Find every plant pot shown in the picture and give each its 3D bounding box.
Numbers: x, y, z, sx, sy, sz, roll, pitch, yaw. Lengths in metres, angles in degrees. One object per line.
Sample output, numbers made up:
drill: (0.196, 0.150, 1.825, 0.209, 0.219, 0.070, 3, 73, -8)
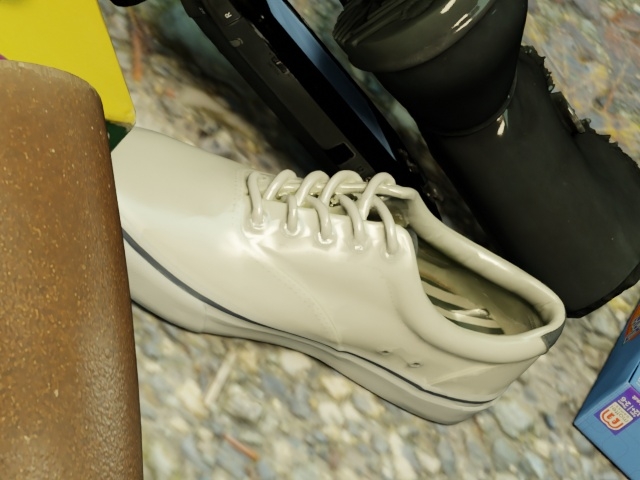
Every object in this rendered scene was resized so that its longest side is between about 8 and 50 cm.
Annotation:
plant pot: (-0.139, 0.092, 0.559, 0.215, 0.215, 0.230, -7, 75, -47)

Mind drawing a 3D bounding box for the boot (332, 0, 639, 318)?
boot: (0.098, -0.054, 0.905, 0.207, 0.094, 0.246, 53, 4, -12)

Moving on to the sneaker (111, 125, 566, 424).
sneaker: (0.000, 0.000, 0.847, 0.258, 0.091, 0.094, 23, 42, -28)

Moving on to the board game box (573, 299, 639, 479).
board game box: (0.240, 0.091, 1.033, 0.160, 0.047, 0.210, 45, 37, -2)

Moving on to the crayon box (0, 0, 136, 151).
crayon box: (-0.281, -0.164, 0.715, 0.363, 0.106, 0.313, 7, 51, -42)

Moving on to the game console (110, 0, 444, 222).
game console: (-0.051, -0.141, 0.872, 0.361, 0.044, 0.213, 48, 21, -35)
